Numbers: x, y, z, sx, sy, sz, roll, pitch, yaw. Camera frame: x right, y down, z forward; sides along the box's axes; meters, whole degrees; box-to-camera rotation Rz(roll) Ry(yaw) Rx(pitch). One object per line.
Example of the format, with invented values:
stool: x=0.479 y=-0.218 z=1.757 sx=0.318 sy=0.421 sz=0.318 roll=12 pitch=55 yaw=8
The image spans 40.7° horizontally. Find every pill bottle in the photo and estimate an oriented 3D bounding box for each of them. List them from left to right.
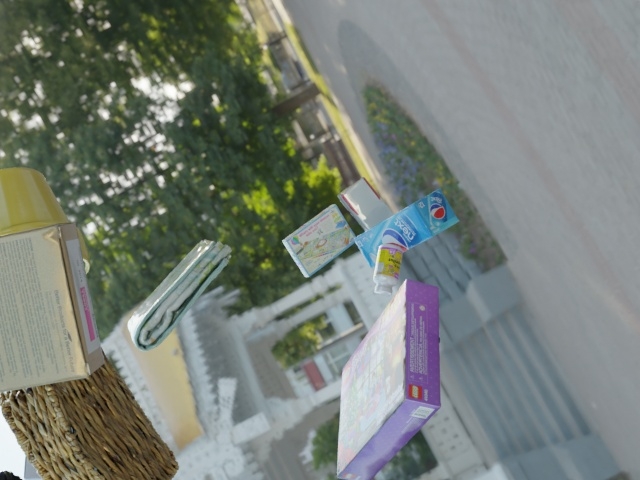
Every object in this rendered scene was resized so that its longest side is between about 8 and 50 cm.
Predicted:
pill bottle: x=0.114 y=0.051 z=1.476 sx=0.043 sy=0.043 sz=0.083 roll=59 pitch=-140 yaw=-68

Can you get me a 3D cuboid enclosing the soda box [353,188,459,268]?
soda box: x=0.148 y=-0.018 z=1.530 sx=0.067 sy=0.071 sz=0.210 roll=60 pitch=148 yaw=2

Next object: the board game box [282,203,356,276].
board game box: x=0.000 y=0.000 z=2.016 sx=0.103 sy=0.154 sz=0.026 roll=58 pitch=160 yaw=-11

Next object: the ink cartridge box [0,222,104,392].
ink cartridge box: x=-0.452 y=0.103 z=1.314 sx=0.088 sy=0.193 sz=0.234 roll=-58 pitch=-42 yaw=-85

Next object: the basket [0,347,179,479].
basket: x=-0.431 y=0.362 z=1.470 sx=0.299 sy=0.223 sz=0.213 roll=58 pitch=-161 yaw=-6

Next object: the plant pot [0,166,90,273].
plant pot: x=-0.661 y=-0.019 z=1.900 sx=0.254 sy=0.254 sz=0.239 roll=58 pitch=-171 yaw=-71

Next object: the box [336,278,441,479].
box: x=0.100 y=0.221 z=1.319 sx=0.293 sy=0.057 sz=0.201 roll=118 pitch=163 yaw=-49

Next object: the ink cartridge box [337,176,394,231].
ink cartridge box: x=0.096 y=-0.073 z=1.835 sx=0.109 sy=0.063 sz=0.150 roll=51 pitch=180 yaw=-3

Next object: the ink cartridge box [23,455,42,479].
ink cartridge box: x=-0.641 y=0.546 z=2.166 sx=0.232 sy=0.171 sz=0.168 roll=112 pitch=158 yaw=-58

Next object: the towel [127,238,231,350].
towel: x=-0.411 y=0.150 z=2.508 sx=0.090 sy=0.374 sz=0.320 roll=44 pitch=172 yaw=-10

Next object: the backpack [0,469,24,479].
backpack: x=-0.697 y=0.570 z=1.888 sx=0.098 sy=0.101 sz=0.120 roll=52 pitch=-172 yaw=-38
